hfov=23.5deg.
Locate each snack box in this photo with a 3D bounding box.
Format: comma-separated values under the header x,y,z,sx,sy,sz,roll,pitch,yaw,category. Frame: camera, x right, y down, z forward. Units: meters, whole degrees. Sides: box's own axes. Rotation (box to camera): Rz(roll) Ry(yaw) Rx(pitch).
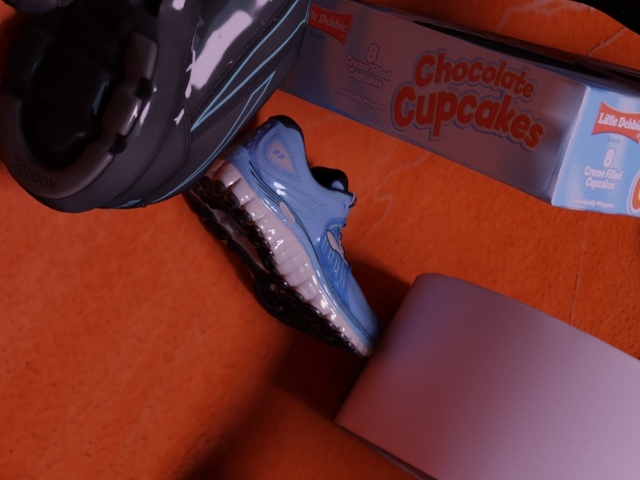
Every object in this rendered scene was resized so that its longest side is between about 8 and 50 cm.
x,y,z,sx,sy,sz,roll,pitch,yaw,category
0.148,-0.063,0.819,0.322,0.187,0.060,4,107,-48,snack box

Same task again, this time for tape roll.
x,y,z,sx,sy,sz,roll,pitch,yaw,category
0.152,0.131,0.846,0.286,0.286,0.100,39,79,-49,tape roll

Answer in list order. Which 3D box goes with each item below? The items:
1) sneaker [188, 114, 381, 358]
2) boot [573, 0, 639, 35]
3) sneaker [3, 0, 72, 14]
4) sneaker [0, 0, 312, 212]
x,y,z,sx,sy,sz,roll,pitch,yaw,category
0.000,0.000,0.791,0.073,0.063,0.162,-52,138,-19,sneaker
0.222,-0.233,0.666,0.138,0.284,0.377,1,129,-53,boot
-0.212,-0.124,0.491,0.162,0.106,0.281,-52,130,-4,sneaker
-0.046,-0.132,0.668,0.267,0.101,0.106,-60,152,6,sneaker
